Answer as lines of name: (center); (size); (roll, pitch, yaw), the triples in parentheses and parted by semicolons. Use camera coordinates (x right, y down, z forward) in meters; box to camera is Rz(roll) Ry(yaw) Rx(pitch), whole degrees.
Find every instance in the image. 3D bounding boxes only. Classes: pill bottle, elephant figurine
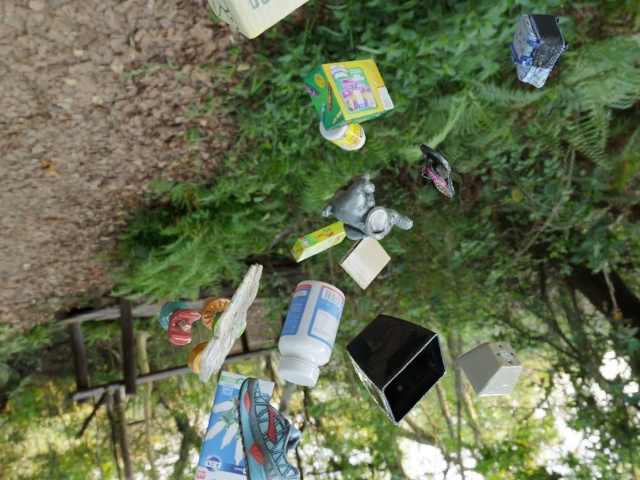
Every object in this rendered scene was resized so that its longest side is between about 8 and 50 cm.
pill bottle: (-0.026, 0.215, 1.280); (0.124, 0.221, 0.124); (14, 150, 8)
elephant figurine: (0.145, -0.066, 1.629); (0.186, 0.239, 0.169); (-33, -164, 14)
pill bottle: (0.094, -0.425, 2.162); (0.117, 0.117, 0.215); (-18, 165, 26)

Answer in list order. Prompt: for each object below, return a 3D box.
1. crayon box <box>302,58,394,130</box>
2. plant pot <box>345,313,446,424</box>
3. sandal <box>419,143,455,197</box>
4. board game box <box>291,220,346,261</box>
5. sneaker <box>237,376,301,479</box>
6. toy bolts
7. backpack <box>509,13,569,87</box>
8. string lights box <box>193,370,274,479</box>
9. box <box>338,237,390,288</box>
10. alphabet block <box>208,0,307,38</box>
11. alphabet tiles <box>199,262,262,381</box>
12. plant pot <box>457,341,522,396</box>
crayon box: (0.088, -0.430, 1.612); (0.081, 0.165, 0.278); (-21, -176, 41)
plant pot: (0.171, 0.291, 1.335); (0.187, 0.167, 0.188); (-41, 139, -18)
sandal: (0.244, -0.136, 1.165); (0.040, 0.067, 0.179); (-44, 142, -4)
board game box: (0.000, 0.000, 1.778); (0.181, 0.043, 0.092); (-24, 162, -29)
sneaker: (-0.104, 0.406, 1.157); (0.125, 0.261, 0.104); (-8, 141, -11)
toy bolts: (-0.369, 0.249, 1.580); (0.229, 0.218, 0.158); (24, -176, -42)
backpack: (0.598, -0.525, 1.549); (0.117, 0.158, 0.173); (4, 145, -2)
string lights box: (-0.205, 0.458, 1.318); (0.133, 0.259, 0.076); (14, 157, -6)
box: (0.171, 0.075, 2.091); (0.164, 0.021, 0.201); (-49, 135, -6)
alphabet block: (-0.157, -0.594, 1.190); (0.193, 0.192, 0.197); (-37, 142, -7)
alphabet tiles: (-0.212, 0.192, 1.316); (0.021, 0.284, 0.278); (24, 141, 4)
plant pot: (0.421, 0.303, 1.342); (0.109, 0.109, 0.096); (6, 130, -28)
